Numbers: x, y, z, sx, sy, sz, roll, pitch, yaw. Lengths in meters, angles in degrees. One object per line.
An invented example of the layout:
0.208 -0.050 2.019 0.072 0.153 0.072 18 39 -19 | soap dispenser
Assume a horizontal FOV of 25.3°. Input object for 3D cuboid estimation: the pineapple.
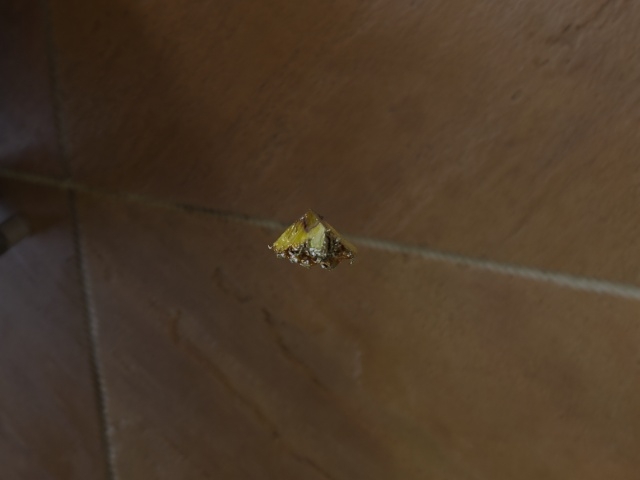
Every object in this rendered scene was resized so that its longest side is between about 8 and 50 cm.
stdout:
0.000 0.000 1.800 0.114 0.114 0.077 8 92 -14 | pineapple
